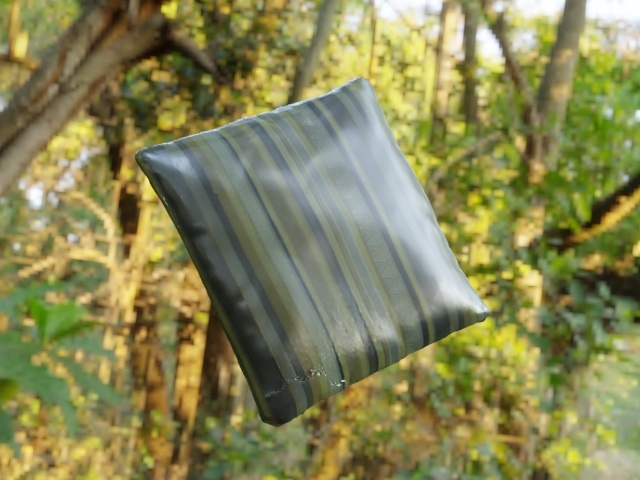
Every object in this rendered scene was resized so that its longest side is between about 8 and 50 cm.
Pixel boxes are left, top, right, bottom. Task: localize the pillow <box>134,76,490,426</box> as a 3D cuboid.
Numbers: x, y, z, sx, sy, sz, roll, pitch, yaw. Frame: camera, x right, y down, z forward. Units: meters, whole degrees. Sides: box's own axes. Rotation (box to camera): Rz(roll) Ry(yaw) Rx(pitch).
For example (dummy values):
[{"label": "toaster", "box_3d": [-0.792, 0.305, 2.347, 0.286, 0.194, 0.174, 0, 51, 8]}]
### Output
[{"label": "pillow", "box_3d": [0.000, 0.000, 0.972, 0.212, 0.208, 0.052, -23, -7, -33]}]
